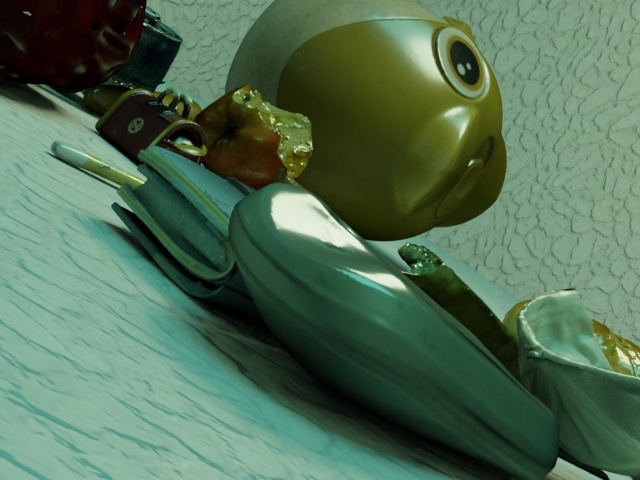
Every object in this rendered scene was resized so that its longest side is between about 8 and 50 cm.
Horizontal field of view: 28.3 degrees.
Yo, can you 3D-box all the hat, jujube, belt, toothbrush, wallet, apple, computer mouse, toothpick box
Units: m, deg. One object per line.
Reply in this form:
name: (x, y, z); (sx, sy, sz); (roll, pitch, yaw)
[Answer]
hat: (0.242, 0.164, 1.041); (0.164, 0.226, 0.219); (-15, 24, -19)
jujube: (-0.333, -0.289, 1.422); (0.258, 0.258, 0.377); (32, 15, 9)
belt: (-0.315, -0.301, 1.703); (0.267, 0.116, 0.206); (29, 9, -7)
toothbrush: (-0.132, -0.032, 1.223); (0.288, 0.024, 0.021); (28, 8, -32)
wallet: (-0.036, 0.019, 1.022); (0.250, 0.075, 0.176); (27, 10, -48)
apple: (-0.106, -0.140, 1.796); (0.158, 0.147, 0.156); (9, 54, -52)
computer mouse: (0.053, 0.077, 0.888); (0.331, 0.095, 0.197); (40, 8, -43)
toothpick box: (0.092, -0.211, 2.109); (0.425, 0.409, 0.409); (38, 7, 21)

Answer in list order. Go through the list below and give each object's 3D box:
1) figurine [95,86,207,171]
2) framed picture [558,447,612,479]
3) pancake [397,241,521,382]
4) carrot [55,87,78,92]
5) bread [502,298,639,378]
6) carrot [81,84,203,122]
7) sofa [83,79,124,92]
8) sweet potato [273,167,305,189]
figurine: (-0.179, -0.128, 1.483); (0.154, 0.098, 0.082); (32, 1, 44)
framed picture: (0.176, 0.160, 1.256); (0.195, 0.010, 0.199); (28, 6, -28)
pancake: (0.136, 0.076, 1.228); (0.197, 0.054, 0.376); (48, 1, 30)
carrot: (-0.403, -0.256, 1.731); (0.216, 0.048, 0.048); (29, 4, 22)
bread: (0.309, 0.157, 1.457); (0.236, 0.120, 0.198); (33, 7, 14)
carrot: (-0.257, -0.186, 1.777); (0.078, 0.078, 0.298); (33, 10, 22)
sofa: (-0.381, -0.343, 1.914); (0.225, 0.176, 0.210); (28, 6, -26)
sweet potato: (-0.006, 0.002, 1.483); (0.226, 0.068, 0.068); (50, -6, -34)
